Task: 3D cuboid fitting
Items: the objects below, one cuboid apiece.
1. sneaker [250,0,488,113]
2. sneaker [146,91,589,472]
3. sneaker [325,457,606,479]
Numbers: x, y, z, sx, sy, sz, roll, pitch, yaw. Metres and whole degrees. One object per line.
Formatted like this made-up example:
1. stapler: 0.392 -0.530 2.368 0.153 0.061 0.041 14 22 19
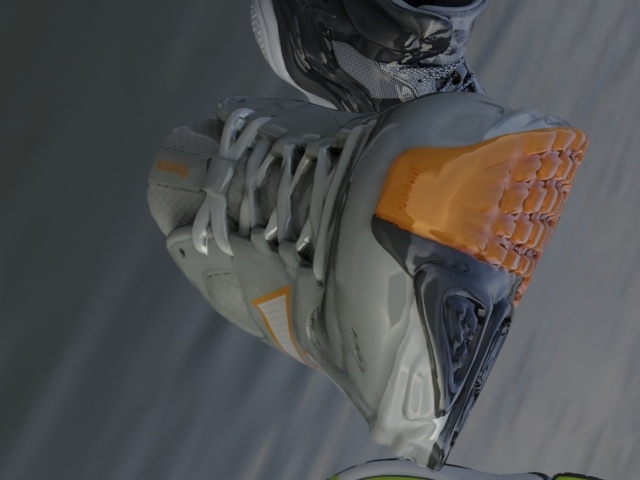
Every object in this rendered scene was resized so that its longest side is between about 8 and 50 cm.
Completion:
1. sneaker: 0.084 -0.111 1.353 0.153 0.268 0.101 -35 -163 50
2. sneaker: 0.000 0.000 0.578 0.262 0.121 0.099 94 21 -82
3. sneaker: 0.105 0.224 1.354 0.111 0.300 0.121 36 61 -44
